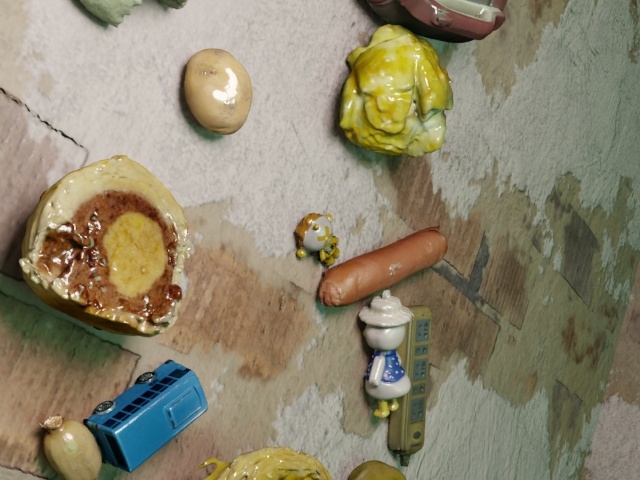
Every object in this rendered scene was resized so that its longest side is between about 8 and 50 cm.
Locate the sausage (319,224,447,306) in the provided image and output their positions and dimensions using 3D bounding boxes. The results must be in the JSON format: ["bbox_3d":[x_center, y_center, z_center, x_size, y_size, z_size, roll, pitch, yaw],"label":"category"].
[{"bbox_3d":[0.146,0.054,1.709,0.419,0.094,0.094,-20,71,-45],"label":"sausage"}]

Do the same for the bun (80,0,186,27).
[{"bbox_3d":[-0.265,-0.417,1.158,0.204,0.126,0.213,48,61,-39],"label":"bun"}]

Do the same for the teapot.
[{"bbox_3d":[0.228,-0.510,1.588,0.312,0.315,0.233,-6,138,-41],"label":"teapot"}]

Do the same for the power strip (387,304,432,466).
[{"bbox_3d":[0.213,0.347,1.847,0.092,0.066,0.388,0,96,-46],"label":"power strip"}]

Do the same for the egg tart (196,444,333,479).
[{"bbox_3d":[-0.133,0.539,1.392,0.387,0.169,0.388,-7,100,-43],"label":"egg tart"}]

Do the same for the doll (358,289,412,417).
[{"bbox_3d":[0.143,0.247,1.726,0.138,0.119,0.293,-26,120,-53],"label":"doll"}]

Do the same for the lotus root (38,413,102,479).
[{"bbox_3d":[-0.373,0.317,1.177,0.073,0.062,0.150,-44,127,-37],"label":"lotus root"}]

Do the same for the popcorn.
[{"bbox_3d":[0.154,-0.306,1.575,0.225,0.276,0.277,16,81,-14],"label":"popcorn"}]

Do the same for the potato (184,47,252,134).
[{"bbox_3d":[-0.173,-0.245,1.302,0.112,0.112,0.147,-29,108,-43],"label":"potato"}]

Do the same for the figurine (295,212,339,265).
[{"bbox_3d":[-0.003,0.004,1.561,0.101,0.068,0.143,-36,137,-32],"label":"figurine"}]

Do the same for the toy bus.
[{"bbox_3d":[-0.272,0.278,1.256,0.184,0.106,0.090,-36,118,-40],"label":"toy bus"}]

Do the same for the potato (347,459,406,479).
[{"bbox_3d":[0.111,0.584,1.706,0.200,0.137,0.155,-48,127,-32],"label":"potato"}]

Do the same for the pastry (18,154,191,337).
[{"bbox_3d":[-0.319,0.014,1.133,0.256,0.170,0.237,34,50,-40],"label":"pastry"}]
